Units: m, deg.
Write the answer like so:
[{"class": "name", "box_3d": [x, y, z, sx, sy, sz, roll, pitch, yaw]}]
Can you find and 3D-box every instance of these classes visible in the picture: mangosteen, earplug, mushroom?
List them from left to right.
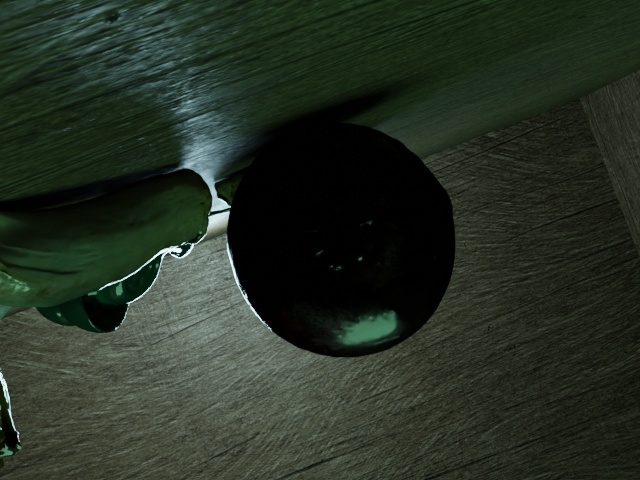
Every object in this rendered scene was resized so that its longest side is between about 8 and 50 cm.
[{"class": "mushroom", "box_3d": [-0.241, -0.007, 0.826, 0.351, 0.095, 0.123, -22, 146, -59]}, {"class": "earplug", "box_3d": [-0.369, 0.047, 1.391, 0.280, 0.164, 0.257, -10, -141, 8]}, {"class": "mangosteen", "box_3d": [0.031, 0.002, 1.015, 0.297, 0.297, 0.293, -21, 163, 17]}]

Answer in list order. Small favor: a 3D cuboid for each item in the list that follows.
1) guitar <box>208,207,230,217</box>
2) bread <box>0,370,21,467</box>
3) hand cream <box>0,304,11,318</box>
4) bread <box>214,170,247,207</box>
[{"class": "guitar", "box_3d": [-0.161, -0.075, 1.693, 0.271, 0.038, 0.084, -21, 179, 5]}, {"class": "bread", "box_3d": [-0.562, 0.207, 0.974, 0.324, 0.278, 0.167, -18, 176, -2]}, {"class": "hand cream", "box_3d": [-0.515, 0.088, 1.270, 0.336, 0.076, 0.121, -34, 179, 31]}, {"class": "bread", "box_3d": [0.000, 0.000, 1.297, 0.278, 0.316, 0.248, -11, -179, 10]}]
